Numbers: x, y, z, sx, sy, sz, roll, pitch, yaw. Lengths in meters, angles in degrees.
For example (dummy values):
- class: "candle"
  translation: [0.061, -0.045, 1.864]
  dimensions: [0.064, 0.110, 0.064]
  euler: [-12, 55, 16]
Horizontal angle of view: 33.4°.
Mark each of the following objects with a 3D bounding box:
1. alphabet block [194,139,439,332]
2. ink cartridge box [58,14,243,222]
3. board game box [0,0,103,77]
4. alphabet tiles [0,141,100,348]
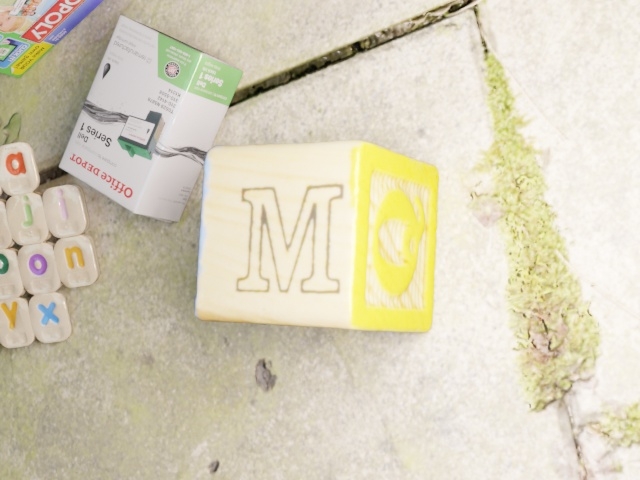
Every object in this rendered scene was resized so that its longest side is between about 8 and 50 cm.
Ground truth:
- class: "alphabet block"
  translation: [0.000, 0.000, 1.167]
  dimensions: [0.197, 0.192, 0.193]
  euler: [1, 86, 33]
- class: "ink cartridge box"
  translation: [-0.220, -0.154, 1.373]
  dimensions: [0.160, 0.092, 0.219]
  euler: [29, 99, 31]
- class: "board game box"
  translation: [-0.388, -0.349, 1.428]
  dimensions: [0.317, 0.213, 0.046]
  euler: [-36, 67, 24]
- class: "alphabet tiles"
  translation: [-0.443, 0.013, 1.475]
  dimensions: [0.284, 0.021, 0.278]
  euler: [-10, 97, 15]
